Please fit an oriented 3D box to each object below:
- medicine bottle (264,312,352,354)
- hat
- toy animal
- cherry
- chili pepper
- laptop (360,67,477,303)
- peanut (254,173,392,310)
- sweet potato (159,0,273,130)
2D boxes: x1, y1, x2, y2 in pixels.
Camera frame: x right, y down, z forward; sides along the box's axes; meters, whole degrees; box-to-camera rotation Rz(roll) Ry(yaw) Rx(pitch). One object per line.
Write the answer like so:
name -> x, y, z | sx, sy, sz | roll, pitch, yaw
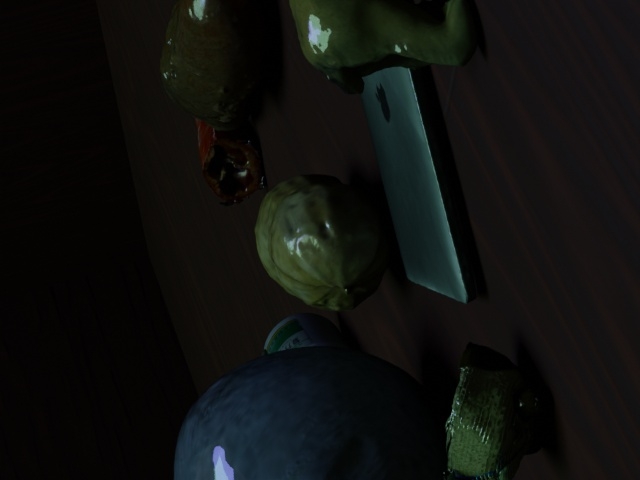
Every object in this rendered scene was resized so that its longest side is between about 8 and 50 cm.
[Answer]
medicine bottle -> -0.002, 0.125, 1.712 | 0.130, 0.080, 0.080 | -127, 23, -68
hat -> 0.106, 0.110, 1.116 | 0.076, 0.059, 0.077 | -64, -16, -49
toy animal -> 0.008, -0.180, 1.075 | 0.103, 0.101, 0.219 | 104, 149, -75
cherry -> 0.008, 0.203, 1.383 | 0.296, 0.218, 0.255 | 52, 157, 31
chili pepper -> -0.112, -0.124, 2.023 | 0.169, 0.065, 0.088 | -111, 9, -49
laptop -> 0.049, -0.094, 1.243 | 0.187, 0.015, 0.269 | -161, 56, -79
peanut -> 0.000, 0.000, 1.453 | 0.229, 0.098, 0.103 | -152, 79, -82
sweet potato -> -0.101, -0.162, 1.766 | 0.385, 0.109, 0.109 | 106, 147, -74
